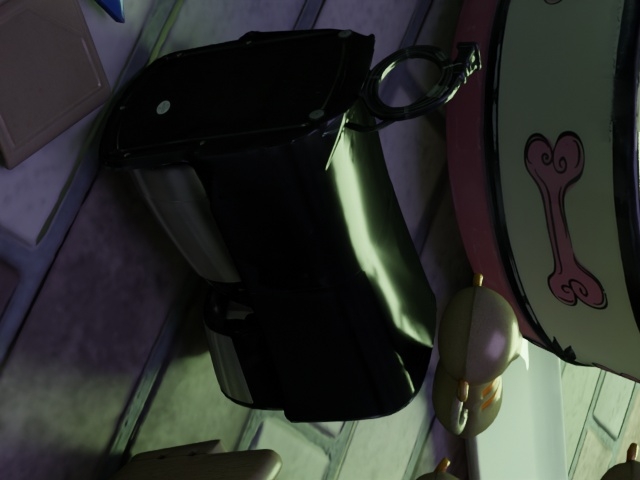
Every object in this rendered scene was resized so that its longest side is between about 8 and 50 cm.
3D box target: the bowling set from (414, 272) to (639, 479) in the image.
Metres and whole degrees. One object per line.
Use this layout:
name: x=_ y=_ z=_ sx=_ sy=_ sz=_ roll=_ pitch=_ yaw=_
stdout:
bowling set: x=0.115 y=0.164 z=0.527 sx=0.154 sy=0.199 sz=0.287 roll=82 pitch=21 yaw=-62

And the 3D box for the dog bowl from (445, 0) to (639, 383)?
dog bowl: x=0.238 y=-0.085 z=0.865 sx=0.408 sy=0.150 sz=0.408 roll=-5 pitch=96 yaw=-54

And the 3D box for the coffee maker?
coffee maker: x=0.000 y=0.000 z=0.565 sx=0.120 sy=0.171 sz=0.178 roll=-50 pitch=135 yaw=-32

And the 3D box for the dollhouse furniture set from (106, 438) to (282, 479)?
dollhouse furniture set: x=-0.041 y=0.284 z=0.475 sx=0.286 sy=0.198 sz=0.303 roll=-38 pitch=106 yaw=-43

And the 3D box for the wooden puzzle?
wooden puzzle: x=-0.126 y=-0.076 z=0.508 sx=0.116 sy=0.014 sz=0.079 roll=-38 pitch=132 yaw=-43

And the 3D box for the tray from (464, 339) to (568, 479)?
tray: x=0.151 y=0.140 z=0.936 sx=0.145 sy=0.030 sz=0.270 roll=-36 pitch=127 yaw=-43
